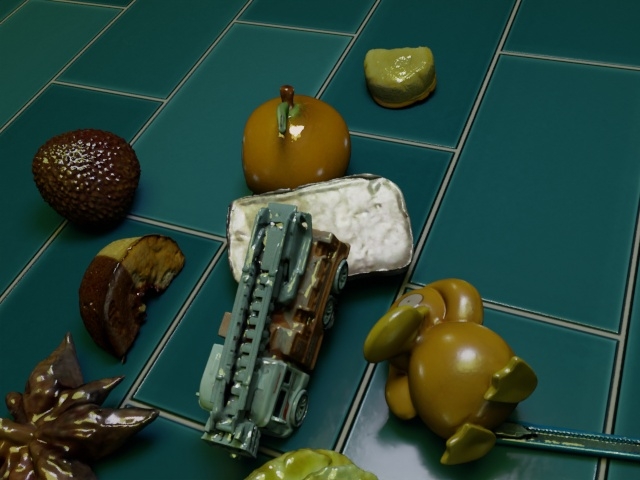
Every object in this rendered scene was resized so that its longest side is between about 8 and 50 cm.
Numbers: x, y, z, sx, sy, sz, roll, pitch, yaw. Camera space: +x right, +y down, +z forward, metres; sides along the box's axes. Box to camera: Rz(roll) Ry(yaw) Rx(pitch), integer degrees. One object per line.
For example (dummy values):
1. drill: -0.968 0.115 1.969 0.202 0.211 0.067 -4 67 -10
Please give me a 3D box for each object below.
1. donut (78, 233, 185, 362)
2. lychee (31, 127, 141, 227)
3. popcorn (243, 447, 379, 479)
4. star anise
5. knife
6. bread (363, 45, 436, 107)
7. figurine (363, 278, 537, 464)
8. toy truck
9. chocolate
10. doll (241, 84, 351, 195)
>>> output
1. donut: -0.321 0.067 1.090 0.085 0.141 0.217 8 47 25
2. lychee: -0.433 -0.122 1.237 0.195 0.194 0.194 -5 49 5
3. popcorn: -0.019 0.348 0.762 0.204 0.183 0.221 34 48 18
4. star anise: -0.407 0.276 0.933 0.350 0.108 0.292 32 56 32
5. knife: 0.305 0.259 0.881 0.297 0.026 0.044 3 39 13
6. bread: 0.161 -0.339 1.383 0.156 0.086 0.125 6 61 19
7. figurine: 0.167 0.163 0.891 0.228 0.215 0.215 39 65 25
8. toy truck: -0.076 0.128 0.918 0.133 0.184 0.338 12 75 19
9. chocolate: 0.000 0.000 1.106 0.304 0.100 0.185 -10 61 6
10. doll: -0.045 -0.184 1.180 0.214 0.236 0.213 -1 52 1
